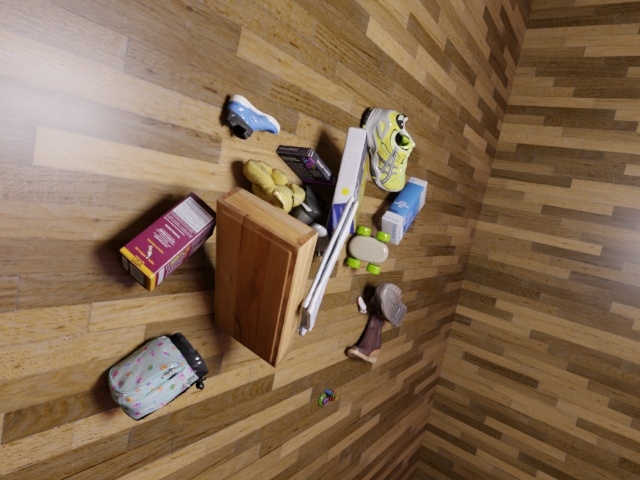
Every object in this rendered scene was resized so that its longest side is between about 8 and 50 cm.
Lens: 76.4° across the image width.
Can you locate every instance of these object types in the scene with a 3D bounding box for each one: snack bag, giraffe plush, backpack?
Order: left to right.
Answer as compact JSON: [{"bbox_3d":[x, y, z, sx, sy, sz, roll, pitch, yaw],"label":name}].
[{"bbox_3d":[-0.356,0.289,0.881,0.181,0.151,0.115,-32,124,-28],"label":"backpack"},{"bbox_3d":[-0.138,-0.076,1.019,0.171,0.210,0.181,-51,144,17],"label":"giraffe plush"},{"bbox_3d":[0.015,0.094,1.099,0.343,0.037,0.323,101,11,-64],"label":"snack bag"}]

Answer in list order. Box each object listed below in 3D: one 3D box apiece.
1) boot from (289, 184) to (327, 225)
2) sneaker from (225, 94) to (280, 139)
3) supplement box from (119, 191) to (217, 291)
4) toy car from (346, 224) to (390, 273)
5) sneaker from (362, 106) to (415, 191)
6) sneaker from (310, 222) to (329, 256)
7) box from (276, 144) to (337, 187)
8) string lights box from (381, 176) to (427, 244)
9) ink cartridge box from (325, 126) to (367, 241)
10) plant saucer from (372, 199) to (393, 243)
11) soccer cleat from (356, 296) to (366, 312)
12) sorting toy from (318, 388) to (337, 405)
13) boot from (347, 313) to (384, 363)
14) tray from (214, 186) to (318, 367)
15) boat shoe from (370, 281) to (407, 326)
[{"bbox_3d":[-0.068,-0.068,1.169,0.161,0.083,0.246,-44,-171,16],"label":"boot"},{"bbox_3d":[-0.164,-0.271,0.972,0.152,0.058,0.085,26,76,-51],"label":"sneaker"},{"bbox_3d":[-0.305,0.002,0.831,0.188,0.080,0.104,-49,-177,-32],"label":"supplement box"},{"bbox_3d":[0.185,0.029,1.569,0.188,0.148,0.155,-31,138,-82],"label":"toy car"},{"bbox_3d":[0.266,-0.307,1.489,0.145,0.147,0.385,-61,146,-21],"label":"sneaker"},{"bbox_3d":[0.000,0.000,1.324,0.061,0.053,0.152,-54,142,-21],"label":"sneaker"},{"bbox_3d":[-0.035,-0.206,1.133,0.162,0.115,0.029,41,68,-53],"label":"box"},{"bbox_3d":[0.341,-0.122,1.649,0.260,0.076,0.134,-51,152,-29],"label":"string lights box"},{"bbox_3d":[0.090,-0.134,1.252,0.304,0.072,0.308,69,31,-74],"label":"ink cartridge box"},{"bbox_3d":[0.281,-0.070,1.706,0.198,0.036,0.199,-26,124,-46],"label":"plant saucer"},{"bbox_3d":[0.174,0.269,1.693,0.029,0.035,0.084,-41,134,-38],"label":"soccer cleat"},{"bbox_3d":[0.037,0.638,1.647,0.101,0.042,0.061,-8,110,-53],"label":"sorting toy"},{"bbox_3d":[0.201,0.419,1.780,0.248,0.090,0.207,36,62,-53],"label":"boot"},{"bbox_3d":[-0.141,0.103,0.916,0.076,0.202,0.411,-43,156,-43],"label":"tray"},{"bbox_3d":[0.276,0.273,1.761,0.132,0.130,0.355,-56,148,-18],"label":"boat shoe"}]
